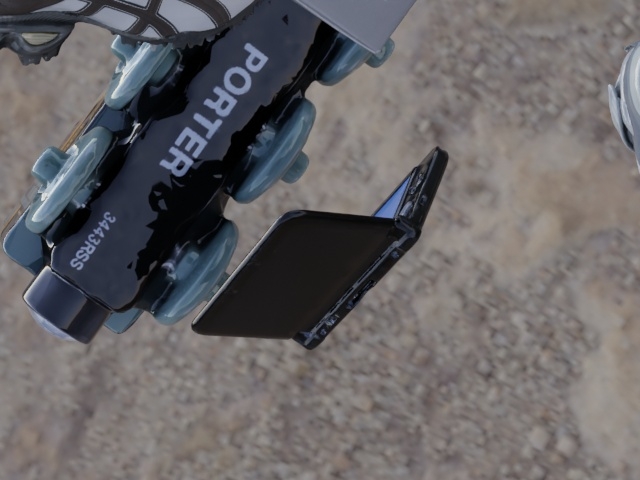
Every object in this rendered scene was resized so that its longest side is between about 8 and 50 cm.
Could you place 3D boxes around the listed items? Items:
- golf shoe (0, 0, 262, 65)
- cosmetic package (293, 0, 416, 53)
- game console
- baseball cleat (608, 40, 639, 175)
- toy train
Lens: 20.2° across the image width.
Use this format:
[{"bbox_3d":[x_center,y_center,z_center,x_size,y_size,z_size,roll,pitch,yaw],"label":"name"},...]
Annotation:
[{"bbox_3d":[-0.099,-0.146,0.898,0.077,0.198,0.094,50,140,31],"label":"golf shoe"},{"bbox_3d":[0.033,-0.210,0.716,0.238,0.107,0.127,-56,41,7],"label":"cosmetic package"},{"bbox_3d":[0.000,0.000,0.954,0.122,0.071,0.107,-48,13,46],"label":"game console"},{"bbox_3d":[0.267,-0.050,1.334,0.072,0.109,0.206,-11,97,-8],"label":"baseball cleat"},{"bbox_3d":[-0.078,-0.086,1.126,0.334,0.142,0.190,-55,15,-2],"label":"toy train"}]
